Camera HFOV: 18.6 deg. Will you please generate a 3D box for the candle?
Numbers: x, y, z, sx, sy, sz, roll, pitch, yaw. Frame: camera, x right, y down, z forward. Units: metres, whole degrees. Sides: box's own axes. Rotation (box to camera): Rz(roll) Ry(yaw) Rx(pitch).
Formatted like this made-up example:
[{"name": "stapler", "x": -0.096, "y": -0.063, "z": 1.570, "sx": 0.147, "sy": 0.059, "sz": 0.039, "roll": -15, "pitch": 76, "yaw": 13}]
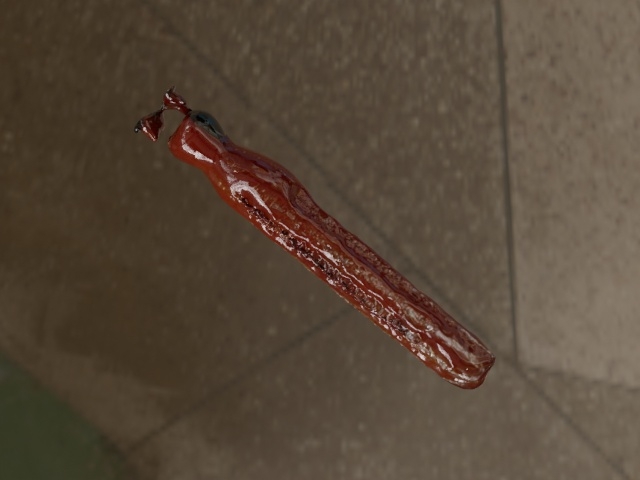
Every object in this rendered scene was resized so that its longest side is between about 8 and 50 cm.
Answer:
[{"name": "candle", "x": 0.000, "y": 0.000, "z": 1.475, "sx": 0.329, "sy": 0.048, "sz": 0.051, "roll": 39, "pitch": 164, "yaw": 2}]
